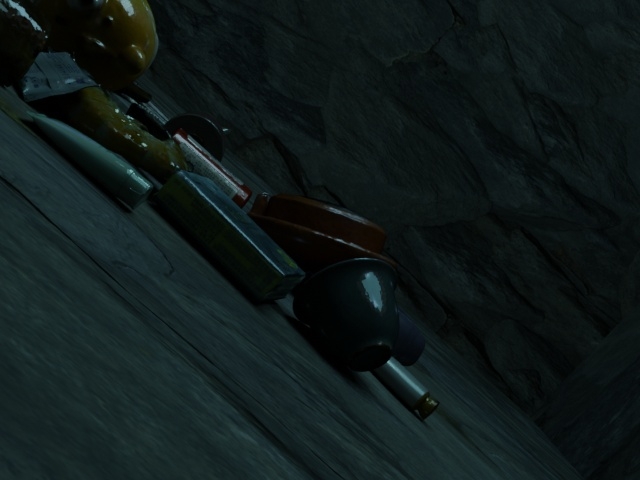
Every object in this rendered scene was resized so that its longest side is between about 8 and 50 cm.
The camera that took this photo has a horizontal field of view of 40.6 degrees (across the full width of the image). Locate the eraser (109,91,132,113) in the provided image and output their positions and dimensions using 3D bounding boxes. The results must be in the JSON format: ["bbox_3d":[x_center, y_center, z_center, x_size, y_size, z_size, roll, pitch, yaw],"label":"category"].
[{"bbox_3d":[-0.470,-0.318,2.155,0.150,0.023,0.104,43,4,13],"label":"eraser"}]

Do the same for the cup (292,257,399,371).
[{"bbox_3d":[0.065,0.148,1.522,0.199,0.199,0.150,38,24,-48],"label":"cup"}]

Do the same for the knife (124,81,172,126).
[{"bbox_3d":[-0.412,-0.299,2.421,0.365,0.043,0.089,44,37,-10],"label":"knife"}]

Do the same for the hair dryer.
[{"bbox_3d":[0.055,0.152,1.945,0.301,0.121,0.361,32,-3,-15],"label":"hair dryer"}]

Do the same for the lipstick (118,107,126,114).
[{"bbox_3d":[-0.423,-0.253,1.883,0.129,0.030,0.030,43,4,2],"label":"lipstick"}]

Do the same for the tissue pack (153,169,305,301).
[{"bbox_3d":[-0.154,-0.003,1.493,0.257,0.081,0.185,44,5,9],"label":"tissue pack"}]

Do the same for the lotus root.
[{"bbox_3d":[-0.524,-0.351,1.374,0.235,0.138,0.119,39,-9,43],"label":"lotus root"}]

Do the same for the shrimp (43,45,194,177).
[{"bbox_3d":[-0.379,-0.237,1.570,0.272,0.085,0.445,22,16,-50],"label":"shrimp"}]

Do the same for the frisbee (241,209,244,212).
[{"bbox_3d":[-0.266,-0.121,2.091,0.251,0.021,0.251,42,3,-3],"label":"frisbee"}]

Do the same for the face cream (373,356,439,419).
[{"bbox_3d":[0.156,0.277,1.721,0.182,0.051,0.072,43,3,18],"label":"face cream"}]

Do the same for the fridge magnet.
[{"bbox_3d":[0.000,0.000,1.921,0.364,0.155,0.363,19,-5,2],"label":"fridge magnet"}]

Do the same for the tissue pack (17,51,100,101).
[{"bbox_3d":[-0.455,-0.280,1.441,0.123,0.026,0.193,-11,35,-28],"label":"tissue pack"}]

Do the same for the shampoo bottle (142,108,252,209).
[{"bbox_3d":[-0.271,-0.150,1.728,0.278,0.104,0.104,42,4,-11],"label":"shampoo bottle"}]

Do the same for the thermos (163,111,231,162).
[{"bbox_3d":[-0.297,-0.227,1.983,0.265,0.177,0.145,-103,-174,-76],"label":"thermos"}]

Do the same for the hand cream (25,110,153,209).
[{"bbox_3d":[-0.338,-0.125,1.267,0.205,0.050,0.078,38,6,-1],"label":"hand cream"}]

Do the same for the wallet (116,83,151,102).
[{"bbox_3d":[-0.527,-0.398,2.165,0.133,0.039,0.243,20,-2,11],"label":"wallet"}]

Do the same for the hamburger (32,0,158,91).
[{"bbox_3d":[-0.476,-0.434,1.812,0.276,0.276,0.236,40,15,-27],"label":"hamburger"}]
